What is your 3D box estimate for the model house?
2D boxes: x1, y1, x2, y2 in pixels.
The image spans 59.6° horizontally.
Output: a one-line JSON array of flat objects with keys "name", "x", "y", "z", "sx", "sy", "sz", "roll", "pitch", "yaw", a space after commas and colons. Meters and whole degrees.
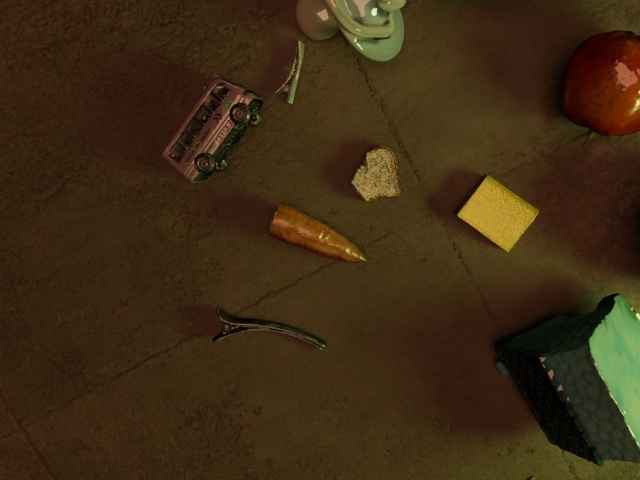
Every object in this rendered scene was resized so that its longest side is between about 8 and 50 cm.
[{"name": "model house", "x": 0.482, "y": 0.269, "z": 1.036, "sx": 0.241, "sy": 0.226, "sz": 0.261, "roll": -27, "pitch": 93, "yaw": 45}]

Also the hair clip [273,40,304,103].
[{"name": "hair clip", "x": -0.056, "y": -0.317, "z": 1.046, "sx": 0.039, "sy": 0.030, "sz": 0.115, "roll": 18, "pitch": 99, "yaw": 3}]

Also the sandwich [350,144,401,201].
[{"name": "sandwich", "x": 0.102, "y": -0.127, "z": 1.060, "sx": 0.093, "sy": 0.036, "sz": 0.104, "roll": -6, "pitch": 97, "yaw": 6}]

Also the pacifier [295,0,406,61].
[{"name": "pacifier", "x": 0.029, "y": -0.430, "z": 0.970, "sx": 0.207, "sy": 0.227, "sz": 0.278, "roll": -12, "pitch": 99, "yaw": 46}]

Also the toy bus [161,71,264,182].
[{"name": "toy bus", "x": -0.199, "y": -0.208, "z": 1.043, "sx": 0.108, "sy": 0.096, "sz": 0.199, "roll": 39, "pitch": 102, "yaw": 2}]

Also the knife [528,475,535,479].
[{"name": "knife", "x": 0.410, "y": 0.602, "z": 1.158, "sx": 0.035, "sy": 0.018, "sz": 0.247, "roll": 10, "pitch": 96, "yaw": 6}]

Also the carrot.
[{"name": "carrot", "x": 0.000, "y": 0.000, "z": 1.074, "sx": 0.205, "sy": 0.072, "sz": 0.072, "roll": 27, "pitch": 100, "yaw": -4}]

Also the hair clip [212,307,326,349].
[{"name": "hair clip", "x": -0.101, "y": 0.185, "z": 1.122, "sx": 0.230, "sy": 0.039, "sz": 0.070, "roll": 8, "pitch": 98, "yaw": 2}]

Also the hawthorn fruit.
[{"name": "hawthorn fruit", "x": 0.497, "y": -0.250, "z": 0.947, "sx": 0.179, "sy": 0.179, "sz": 0.200, "roll": 13, "pitch": 112, "yaw": 2}]

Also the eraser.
[{"name": "eraser", "x": 0.329, "y": -0.052, "z": 1.049, "sx": 0.122, "sy": 0.045, "sz": 0.097, "roll": 35, "pitch": 99, "yaw": 0}]
